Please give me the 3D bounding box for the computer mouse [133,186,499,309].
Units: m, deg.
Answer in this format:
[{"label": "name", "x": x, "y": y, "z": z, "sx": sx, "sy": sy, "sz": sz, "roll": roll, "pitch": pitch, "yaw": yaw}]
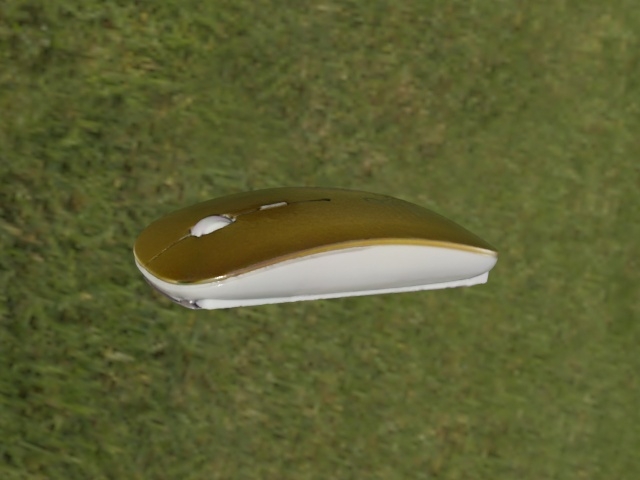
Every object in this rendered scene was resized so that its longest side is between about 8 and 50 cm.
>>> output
[{"label": "computer mouse", "x": 0.000, "y": 0.000, "z": 0.968, "sx": 0.245, "sy": 0.126, "sz": 0.056, "roll": -5, "pitch": 109, "yaw": -25}]
